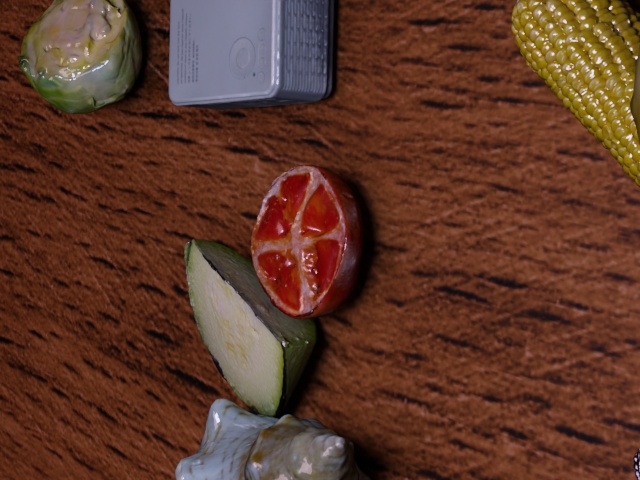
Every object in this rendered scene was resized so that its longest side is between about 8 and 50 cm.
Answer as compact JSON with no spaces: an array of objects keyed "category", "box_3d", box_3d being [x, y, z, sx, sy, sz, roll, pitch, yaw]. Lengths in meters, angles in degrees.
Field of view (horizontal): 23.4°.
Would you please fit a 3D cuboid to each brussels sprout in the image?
[{"category":"brussels sprout","box_3d":[-0.273,-0.219,1.846,0.151,0.122,0.149,-43,58,-4]}]

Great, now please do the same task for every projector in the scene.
[{"category":"projector","box_3d":[-0.071,-0.270,1.634,0.192,0.099,0.257,1,90,47]}]

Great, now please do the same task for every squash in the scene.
[{"category":"squash","box_3d":[-0.061,0.093,1.642,0.192,0.085,0.184,48,153,31]}]

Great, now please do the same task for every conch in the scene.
[{"category":"conch","box_3d":[-0.076,0.261,1.571,0.386,0.169,0.203,-31,59,43]}]

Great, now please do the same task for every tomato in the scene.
[{"category":"tomato","box_3d":[0.000,0.000,1.565,0.155,0.069,0.155,-5,83,50]}]

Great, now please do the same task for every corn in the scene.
[{"category":"corn","box_3d":[0.258,-0.113,1.263,0.106,0.106,0.293,-53,56,33]}]

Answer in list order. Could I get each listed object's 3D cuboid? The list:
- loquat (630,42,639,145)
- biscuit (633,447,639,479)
[{"category":"loquat","box_3d":[0.355,-0.089,1.018,0.276,0.276,0.284,-38,70,41]},{"category":"biscuit","box_3d":[0.296,0.183,1.260,0.087,0.027,0.089,22,106,45]}]
